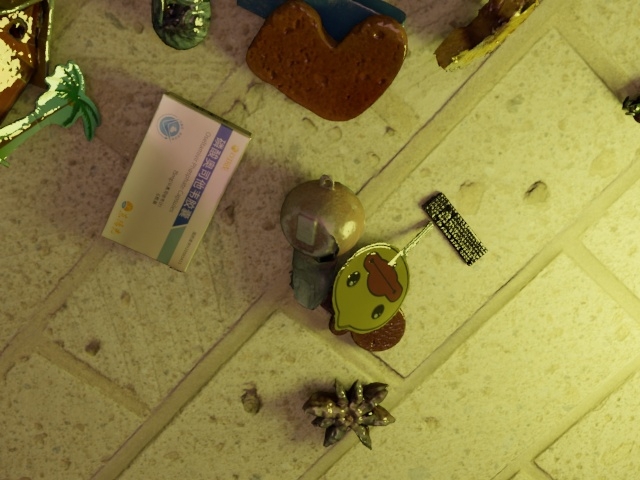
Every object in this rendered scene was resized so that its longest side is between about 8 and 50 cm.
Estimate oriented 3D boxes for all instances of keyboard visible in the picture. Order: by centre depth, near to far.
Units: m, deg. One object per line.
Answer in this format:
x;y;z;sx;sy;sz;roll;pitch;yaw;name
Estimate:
0.313;-0.025;1.420;0.060;0.018;0.195;-40;108;7;keyboard

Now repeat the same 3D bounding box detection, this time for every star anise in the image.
0.068;0.428;1.524;0.236;0.093;0.229;23;106;-14;star anise

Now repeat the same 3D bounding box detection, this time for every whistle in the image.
0.000;0.000;1.347;0.189;0.189;0.347;5;127;-6;whistle

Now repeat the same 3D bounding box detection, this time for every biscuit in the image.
0.014;-0.370;1.200;0.277;0.052;0.262;29;136;-10;biscuit
0.104;0.171;1.462;0.180;0.039;0.236;-42;107;6;biscuit

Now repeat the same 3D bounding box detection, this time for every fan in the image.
0.145;0.079;1.384;0.335;0.011;0.229;-45;129;-11;fan

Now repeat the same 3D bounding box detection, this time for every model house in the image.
-0.632;-0.324;1.191;0.300;0.340;0.323;25;81;28;model house

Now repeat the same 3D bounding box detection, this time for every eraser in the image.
0.001;-0.447;1.183;0.312;0.144;0.042;22;62;-10;eraser

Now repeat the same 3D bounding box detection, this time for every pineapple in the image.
0.334;-0.427;1.220;0.233;0.135;0.079;-37;80;30;pineapple

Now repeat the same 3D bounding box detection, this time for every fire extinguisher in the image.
0.749;-0.282;1.317;0.231;0.099;0.071;8;88;-8;fire extinguisher

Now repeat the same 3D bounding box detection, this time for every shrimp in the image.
-0.261;-0.535;1.113;0.137;0.172;0.372;0;117;1;shrimp

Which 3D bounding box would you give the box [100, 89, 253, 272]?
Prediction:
-0.307;-0.119;1.313;0.200;0.065;0.343;26;106;-13;box
